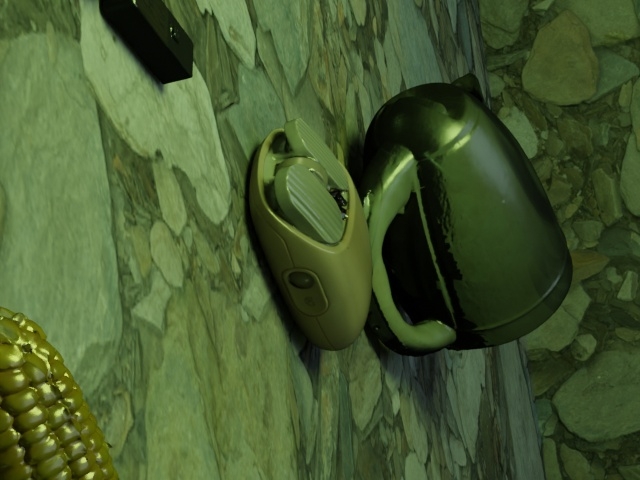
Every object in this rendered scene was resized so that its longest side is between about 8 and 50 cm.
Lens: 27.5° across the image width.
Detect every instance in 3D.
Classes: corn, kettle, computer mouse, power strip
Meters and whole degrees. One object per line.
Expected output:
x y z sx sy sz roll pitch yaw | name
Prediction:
-0.128 0.177 0.646 0.102 0.102 0.312 -42 122 -72 | corn
0.139 -0.021 1.596 0.321 0.228 0.324 -52 135 -27 | kettle
0.000 0.000 1.252 0.145 0.082 0.236 -81 158 -47 | computer mouse
-0.126 -0.158 0.972 0.111 0.029 0.038 52 33 -61 | power strip
